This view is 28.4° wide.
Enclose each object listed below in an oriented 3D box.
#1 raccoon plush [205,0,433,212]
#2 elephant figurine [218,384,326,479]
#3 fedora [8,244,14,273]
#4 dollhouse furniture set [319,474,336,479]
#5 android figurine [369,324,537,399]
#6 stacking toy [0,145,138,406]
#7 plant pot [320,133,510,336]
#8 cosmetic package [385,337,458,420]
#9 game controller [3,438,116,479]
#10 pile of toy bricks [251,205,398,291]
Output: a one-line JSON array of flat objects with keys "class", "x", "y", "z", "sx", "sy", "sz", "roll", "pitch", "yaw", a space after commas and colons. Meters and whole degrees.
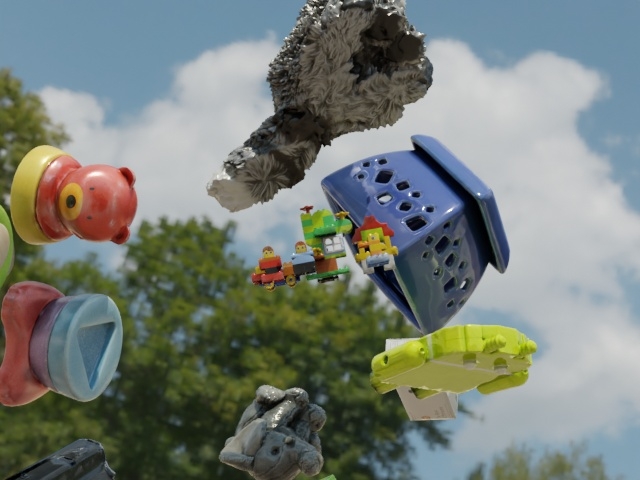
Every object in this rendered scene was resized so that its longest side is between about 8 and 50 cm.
[{"class": "raccoon plush", "x": -0.034, "y": -0.278, "z": 1.937, "sx": 0.446, "sy": 0.299, "sz": 0.216, "roll": -32, "pitch": -58, "yaw": 1}, {"class": "elephant figurine", "x": -0.082, "y": 0.355, "z": 2.105, "sx": 0.170, "sy": 0.239, "sz": 0.186, "roll": 15, "pitch": -64, "yaw": 1}, {"class": "fedora", "x": -0.686, "y": -0.008, "z": 2.228, "sx": 0.275, "sy": 0.124, "sz": 0.243, "roll": 29, "pitch": -47, "yaw": 17}, {"class": "dollhouse furniture set", "x": 0.032, "y": 0.529, "z": 2.406, "sx": 0.076, "sy": 0.058, "sz": 0.151, "roll": -29, "pitch": -89, "yaw": 26}, {"class": "android figurine", "x": 0.205, "y": 0.187, "z": 1.911, "sx": 0.248, "sy": 0.056, "sz": 0.273, "roll": 14, "pitch": -26, "yaw": -36}, {"class": "stacking toy", "x": -0.314, "y": 0.061, "z": 1.454, "sx": 0.130, "sy": 0.308, "sz": 0.279, "roll": 8, "pitch": 16, "yaw": 21}, {"class": "plant pot", "x": 0.170, "y": -0.022, "z": 2.090, "sx": 0.236, "sy": 0.212, "sz": 0.236, "roll": 50, "pitch": -10, "yaw": 42}, {"class": "cosmetic package", "x": 0.197, "y": 0.271, "z": 2.439, "sx": 0.099, "sy": 0.060, "sz": 0.239, "roll": -3, "pitch": -34, "yaw": 17}, {"class": "game controller", "x": -0.311, "y": 0.328, "z": 1.417, "sx": 0.067, "sy": 0.166, "sz": 0.319, "roll": 14, "pitch": 5, "yaw": 10}, {"class": "pile of toy bricks", "x": 0.000, "y": 0.000, "z": 1.788, "sx": 0.212, "sy": 0.105, "sz": 0.118, "roll": -11, "pitch": -12, "yaw": -1}]
